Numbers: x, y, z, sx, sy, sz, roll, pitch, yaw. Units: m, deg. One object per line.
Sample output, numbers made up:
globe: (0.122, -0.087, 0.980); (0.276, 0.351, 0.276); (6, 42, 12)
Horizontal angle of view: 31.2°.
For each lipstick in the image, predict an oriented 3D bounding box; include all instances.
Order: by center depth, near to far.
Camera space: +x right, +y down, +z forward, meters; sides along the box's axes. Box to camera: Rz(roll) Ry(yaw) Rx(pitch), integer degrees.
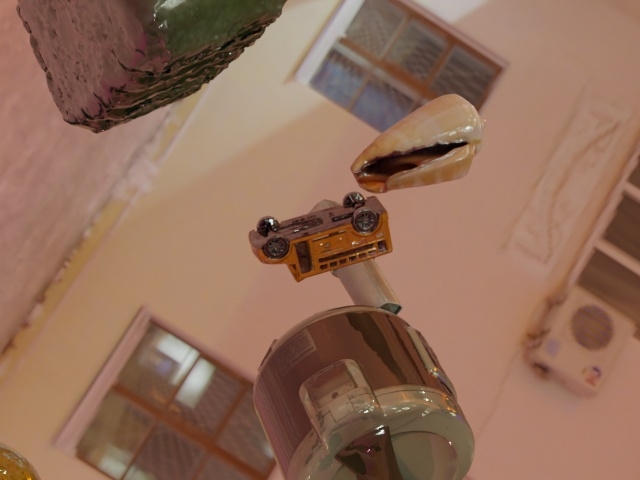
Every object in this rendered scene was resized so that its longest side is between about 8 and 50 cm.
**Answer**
lipstick: (0.060, 0.041, 2.082); (0.079, 0.253, 0.077); (15, 124, -49)

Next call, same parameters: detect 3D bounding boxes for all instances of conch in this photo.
conch: (0.176, -0.148, 1.959); (0.255, 0.158, 0.127); (-24, 152, -1)

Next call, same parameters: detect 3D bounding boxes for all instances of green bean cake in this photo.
green bean cake: (-0.180, -0.279, 1.010); (0.169, 0.308, 0.300); (-27, -176, -25)

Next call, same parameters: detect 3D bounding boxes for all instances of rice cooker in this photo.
rice cooker: (0.072, 0.302, 1.883); (0.335, 0.335, 0.325); (-57, -144, 23)

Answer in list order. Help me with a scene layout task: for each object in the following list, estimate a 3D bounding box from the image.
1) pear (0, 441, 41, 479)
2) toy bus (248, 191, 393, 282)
pear: (-0.509, 0.378, 1.680); (0.200, 0.200, 0.200); (-57, -178, 4)
toy bus: (0.000, 0.000, 1.615); (0.194, 0.088, 0.083); (-16, -156, -5)
